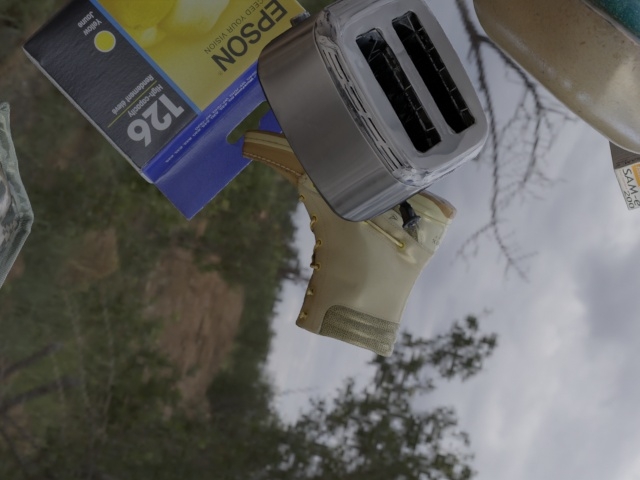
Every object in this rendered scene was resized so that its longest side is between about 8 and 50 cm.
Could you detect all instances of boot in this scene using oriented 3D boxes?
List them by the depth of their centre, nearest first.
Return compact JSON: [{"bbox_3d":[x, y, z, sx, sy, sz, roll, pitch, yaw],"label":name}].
[{"bbox_3d":[0.000,0.000,1.251,0.095,0.261,0.204,-16,129,-77],"label":"boot"}]

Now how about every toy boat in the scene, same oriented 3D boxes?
[{"bbox_3d":[0.265,-0.149,0.861,0.148,0.318,0.267,-51,-147,15],"label":"toy boat"}]

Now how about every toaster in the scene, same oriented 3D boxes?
[{"bbox_3d":[0.050,-0.115,0.962,0.129,0.227,0.146,-28,-179,-26],"label":"toaster"}]

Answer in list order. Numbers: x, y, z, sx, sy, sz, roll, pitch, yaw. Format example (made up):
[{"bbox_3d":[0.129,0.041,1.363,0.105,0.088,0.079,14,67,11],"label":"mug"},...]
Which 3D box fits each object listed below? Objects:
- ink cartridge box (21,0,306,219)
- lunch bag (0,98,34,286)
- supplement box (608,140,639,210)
[{"bbox_3d":[-0.172,-0.239,1.421,0.303,0.307,0.072,-44,-179,-4],"label":"ink cartridge box"},{"bbox_3d":[-0.351,0.027,0.680,0.169,0.235,0.287,98,8,-56],"label":"lunch bag"},{"bbox_3d":[0.367,-0.090,1.290,0.062,0.036,0.098,61,23,-27],"label":"supplement box"}]
